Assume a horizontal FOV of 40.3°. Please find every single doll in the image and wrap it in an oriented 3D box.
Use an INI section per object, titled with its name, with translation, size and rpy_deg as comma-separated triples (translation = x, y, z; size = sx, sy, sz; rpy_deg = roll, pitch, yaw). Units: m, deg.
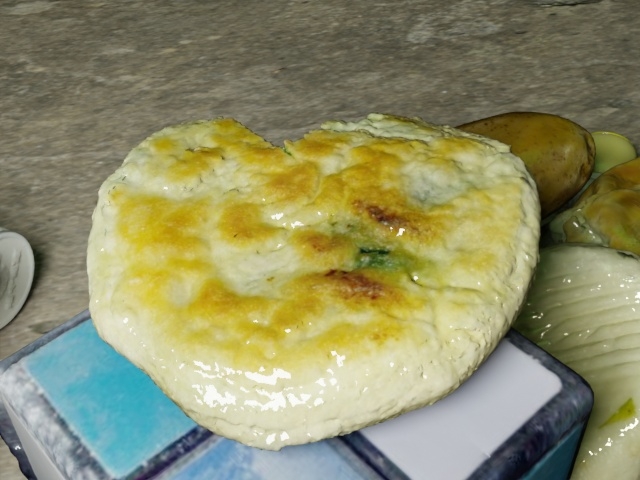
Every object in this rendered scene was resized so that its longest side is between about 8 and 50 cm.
[doll]
translation = 0.362, -0.082, 1.129
size = 0.106, 0.062, 0.162
rpy_deg = 15, 46, 16

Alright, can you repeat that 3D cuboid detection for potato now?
[potato]
translation = 0.124, -0.046, 0.987
size = 0.368, 0.195, 0.177
rpy_deg = -16, 77, 26

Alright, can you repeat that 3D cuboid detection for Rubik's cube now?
[Rubik's cube]
translation = -0.020, 0.197, 0.693
size = 0.318, 0.316, 0.313
rpy_deg = -34, 53, -26

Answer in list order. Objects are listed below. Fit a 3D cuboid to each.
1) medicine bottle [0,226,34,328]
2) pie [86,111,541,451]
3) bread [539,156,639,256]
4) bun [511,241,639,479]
[medicine bottle]
translation = -0.475, 0.013, 1.015
size = 0.257, 0.143, 0.143
rpy_deg = 15, 48, 19
[pie]
translation = 0.000, 0.000, 0.616
size = 0.337, 0.075, 0.338
rpy_deg = -1, 44, 1
[bread]
translation = 0.386, 0.011, 0.944
size = 0.252, 0.196, 0.238
rpy_deg = -37, 52, -25
[bun]
translation = 0.229, 0.133, 0.830
size = 0.259, 0.160, 0.259
rpy_deg = -10, 68, 26
